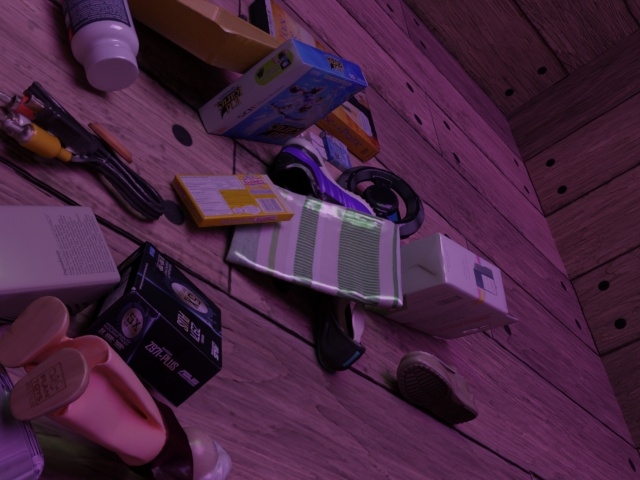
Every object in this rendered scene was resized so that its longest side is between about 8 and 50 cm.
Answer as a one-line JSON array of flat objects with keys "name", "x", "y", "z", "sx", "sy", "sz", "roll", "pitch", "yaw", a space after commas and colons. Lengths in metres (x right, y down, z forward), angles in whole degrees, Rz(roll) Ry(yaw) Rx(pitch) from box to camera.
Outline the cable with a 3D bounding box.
[{"name": "cable", "x": -0.347, "y": -0.123, "z": 1.019, "sx": 0.287, "sy": 0.072, "sz": 0.139, "roll": 47, "pitch": 6, "yaw": -46}]

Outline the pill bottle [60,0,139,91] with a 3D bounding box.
[{"name": "pill bottle", "x": -0.356, "y": -0.338, "z": 1.145, "sx": 0.108, "sy": 0.108, "sz": 0.180, "roll": 16, "pitch": 48, "yaw": -52}]

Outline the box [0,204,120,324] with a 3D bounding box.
[{"name": "box", "x": -0.360, "y": 0.029, "z": 0.758, "sx": 0.275, "sy": 0.094, "sz": 0.113, "roll": -2, "pitch": 62, "yaw": -59}]

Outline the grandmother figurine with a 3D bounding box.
[{"name": "grandmother figurine", "x": -0.189, "y": 0.201, "z": 0.745, "sx": 0.207, "sy": 0.104, "sz": 0.342, "roll": 64, "pitch": 2, "yaw": 38}]

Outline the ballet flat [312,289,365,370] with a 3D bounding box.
[{"name": "ballet flat", "x": 0.037, "y": 0.112, "z": 1.321, "sx": 0.095, "sy": 0.096, "sz": 0.280, "roll": 31, "pitch": 36, "yaw": -43}]

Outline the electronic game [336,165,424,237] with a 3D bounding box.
[{"name": "electronic game", "x": 0.143, "y": -0.095, "z": 1.687, "sx": 0.229, "sy": 0.048, "sz": 0.229, "roll": 13, "pitch": 45, "yaw": -14}]

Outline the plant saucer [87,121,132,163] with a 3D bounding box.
[{"name": "plant saucer", "x": -0.315, "y": -0.148, "z": 1.061, "sx": 0.083, "sy": 0.013, "sz": 0.083, "roll": 42, "pitch": -7, "yaw": 6}]

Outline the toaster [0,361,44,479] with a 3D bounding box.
[{"name": "toaster", "x": -0.341, "y": 0.175, "z": 0.597, "sx": 0.227, "sy": 0.129, "sz": 0.146, "roll": 59, "pitch": 25, "yaw": 9}]

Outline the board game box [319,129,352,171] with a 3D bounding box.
[{"name": "board game box", "x": 0.039, "y": -0.221, "z": 1.766, "sx": 0.090, "sy": 0.020, "sz": 0.090, "roll": 31, "pitch": 37, "yaw": -43}]

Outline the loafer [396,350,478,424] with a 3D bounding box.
[{"name": "loafer", "x": 0.237, "y": 0.295, "z": 1.461, "sx": 0.268, "sy": 0.102, "sz": 0.092, "roll": 46, "pitch": 26, "yaw": -40}]

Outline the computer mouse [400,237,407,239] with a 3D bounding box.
[{"name": "computer mouse", "x": 0.230, "y": 0.058, "z": 1.755, "sx": 0.106, "sy": 0.042, "sz": 0.193, "roll": -5, "pitch": 65, "yaw": -61}]

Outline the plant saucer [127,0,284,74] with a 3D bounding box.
[{"name": "plant saucer", "x": -0.208, "y": -0.406, "z": 1.381, "sx": 0.333, "sy": 0.081, "sz": 0.333, "roll": 35, "pitch": 19, "yaw": 26}]

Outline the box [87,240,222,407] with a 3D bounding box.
[{"name": "box", "x": -0.202, "y": 0.100, "z": 0.895, "sx": 0.147, "sy": 0.077, "sz": 0.180, "roll": 47, "pitch": 6, "yaw": -18}]

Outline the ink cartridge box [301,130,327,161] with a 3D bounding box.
[{"name": "ink cartridge box", "x": -0.016, "y": -0.225, "z": 1.669, "sx": 0.048, "sy": 0.028, "sz": 0.083, "roll": 26, "pitch": 39, "yaw": -45}]

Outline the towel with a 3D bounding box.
[{"name": "towel", "x": 0.000, "y": 0.000, "z": 1.299, "sx": 0.325, "sy": 0.038, "sz": 0.247, "roll": 19, "pitch": 39, "yaw": -12}]

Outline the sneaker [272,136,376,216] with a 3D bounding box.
[{"name": "sneaker", "x": 0.002, "y": -0.070, "z": 1.471, "sx": 0.293, "sy": 0.102, "sz": 0.146, "roll": 45, "pitch": 33, "yaw": -12}]

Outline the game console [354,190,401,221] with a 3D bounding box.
[{"name": "game console", "x": 0.134, "y": -0.074, "z": 1.708, "sx": 0.107, "sy": 0.071, "sz": 0.122, "roll": 33, "pitch": 35, "yaw": -39}]

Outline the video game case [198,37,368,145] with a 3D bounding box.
[{"name": "video game case", "x": -0.068, "y": -0.286, "z": 1.411, "sx": 0.269, "sy": 0.244, "sz": 0.061, "roll": -3, "pitch": 67, "yaw": -60}]

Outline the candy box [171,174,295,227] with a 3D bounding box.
[{"name": "candy box", "x": -0.148, "y": -0.072, "z": 1.222, "sx": 0.206, "sy": 0.027, "sz": 0.105, "roll": -5, "pitch": 48, "yaw": -46}]

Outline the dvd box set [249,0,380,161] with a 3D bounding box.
[{"name": "dvd box set", "x": -0.013, "y": -0.425, "z": 1.853, "sx": 0.420, "sy": 0.062, "sz": 0.307, "roll": 33, "pitch": 35, "yaw": -39}]

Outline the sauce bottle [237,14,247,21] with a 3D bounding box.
[{"name": "sauce bottle", "x": -0.190, "y": -0.492, "z": 1.658, "sx": 0.042, "sy": 0.042, "sz": 0.128, "roll": 38, "pitch": 30, "yaw": -32}]

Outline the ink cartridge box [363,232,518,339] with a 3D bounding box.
[{"name": "ink cartridge box", "x": 0.275, "y": 0.115, "z": 1.573, "sx": 0.353, "sy": 0.207, "sz": 0.119, "roll": 26, "pitch": 51, "yaw": -46}]
